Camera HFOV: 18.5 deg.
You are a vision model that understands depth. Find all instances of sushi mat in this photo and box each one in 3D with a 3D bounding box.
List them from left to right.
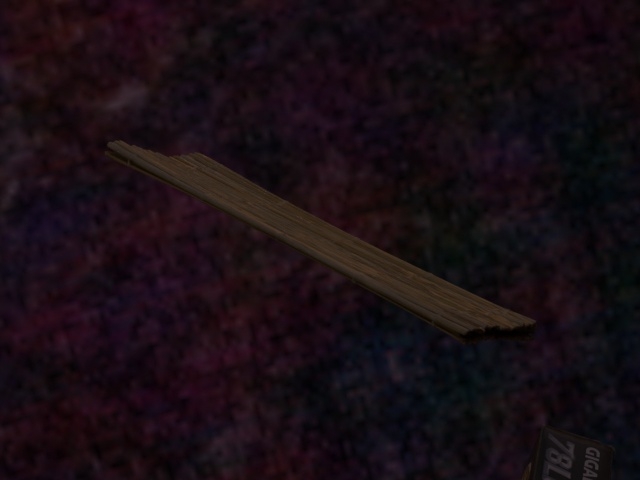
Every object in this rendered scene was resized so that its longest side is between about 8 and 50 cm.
[{"bbox_3d":[0.000,0.000,1.447,0.317,0.019,0.151,27,10,21],"label":"sushi mat"}]

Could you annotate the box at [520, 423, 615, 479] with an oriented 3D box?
[{"bbox_3d":[0.145,0.342,1.529,0.073,0.293,0.295,18,31,0],"label":"box"}]
